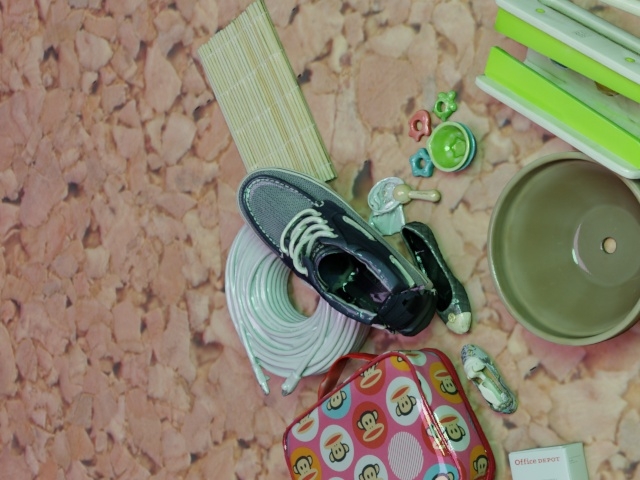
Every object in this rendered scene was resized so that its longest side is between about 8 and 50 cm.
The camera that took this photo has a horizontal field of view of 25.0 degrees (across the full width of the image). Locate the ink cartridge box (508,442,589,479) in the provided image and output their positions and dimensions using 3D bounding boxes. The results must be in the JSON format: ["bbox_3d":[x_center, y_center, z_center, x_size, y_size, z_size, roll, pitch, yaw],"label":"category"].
[{"bbox_3d":[0.299,0.325,1.855,0.088,0.052,0.123,-14,84,40],"label":"ink cartridge box"}]

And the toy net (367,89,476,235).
[{"bbox_3d":[0.122,-0.099,1.994,0.232,0.045,0.122,-45,64,32],"label":"toy net"}]

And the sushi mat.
[{"bbox_3d":[-0.086,-0.197,2.187,0.151,0.019,0.317,-36,69,37],"label":"sushi mat"}]

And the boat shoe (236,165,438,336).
[{"bbox_3d":[0.000,0.000,1.935,0.340,0.158,0.127,34,96,22],"label":"boat shoe"}]

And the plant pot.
[{"bbox_3d":[0.332,0.009,1.777,0.237,0.109,0.237,1,92,41],"label":"plant pot"}]

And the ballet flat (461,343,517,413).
[{"bbox_3d":[0.219,0.184,1.927,0.041,0.041,0.114,-52,60,29],"label":"ballet flat"}]

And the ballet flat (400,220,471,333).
[{"bbox_3d":[0.154,0.053,1.970,0.057,0.049,0.173,-40,67,35],"label":"ballet flat"}]

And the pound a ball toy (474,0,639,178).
[{"bbox_3d":[0.353,-0.221,1.713,0.319,0.135,0.208,37,129,38],"label":"pound a ball toy"}]

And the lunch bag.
[{"bbox_3d":[0.079,0.280,1.998,0.293,0.120,0.258,-38,68,36],"label":"lunch bag"}]

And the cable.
[{"bbox_3d":[-0.028,0.071,2.103,0.257,0.089,0.257,-41,66,33],"label":"cable"}]
